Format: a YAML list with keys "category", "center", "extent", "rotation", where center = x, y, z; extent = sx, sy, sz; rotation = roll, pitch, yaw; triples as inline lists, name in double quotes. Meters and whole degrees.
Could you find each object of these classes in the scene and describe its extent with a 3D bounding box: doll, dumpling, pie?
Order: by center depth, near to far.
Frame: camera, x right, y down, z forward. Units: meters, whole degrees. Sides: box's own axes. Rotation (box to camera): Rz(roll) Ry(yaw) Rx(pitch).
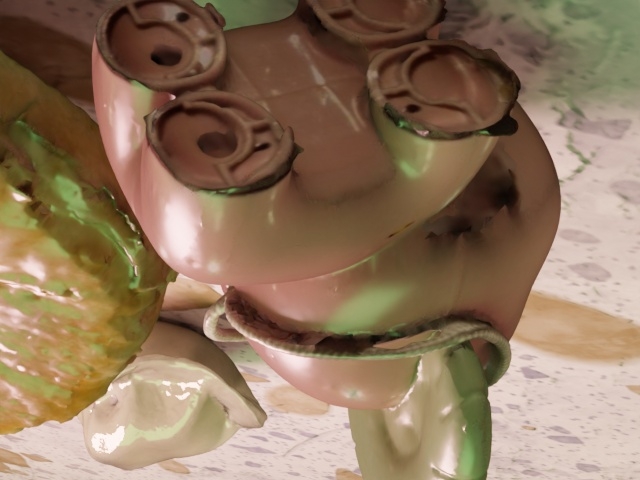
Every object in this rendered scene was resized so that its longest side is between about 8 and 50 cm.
- category: "doll"
  center: [0.000, 0.000, 0.713]
  extent: [0.216, 0.284, 0.268]
  rotation: [-15, 141, -21]
- category: "pie"
  center: [-0.247, 0.004, 0.749]
  extent: [0.339, 0.083, 0.339]
  rotation: [0, 140, 0]
- category: "dumpling"
  center: [-0.161, 0.139, 1.283]
  extent: [0.250, 0.132, 0.162]
  rotation: [-9, 154, 43]
